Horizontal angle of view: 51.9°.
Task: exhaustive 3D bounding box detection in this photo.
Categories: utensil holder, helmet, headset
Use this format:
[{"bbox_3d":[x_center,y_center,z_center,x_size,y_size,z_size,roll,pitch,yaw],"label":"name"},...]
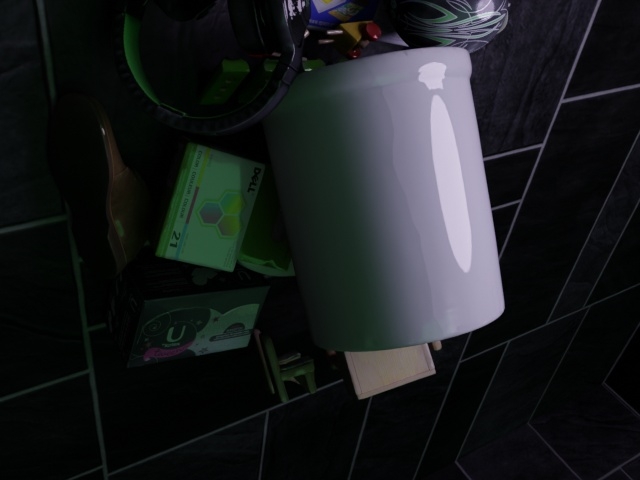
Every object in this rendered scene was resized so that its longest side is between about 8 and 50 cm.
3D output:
[{"bbox_3d":[0.096,-0.059,1.006,0.328,0.328,0.385,-14,96,-29],"label":"utensil holder"},{"bbox_3d":[0.195,-0.358,1.003,0.169,0.161,0.169,-23,138,-22],"label":"helmet"},{"bbox_3d":[-0.111,-0.329,0.859,0.394,0.244,0.185,-66,173,10],"label":"headset"}]

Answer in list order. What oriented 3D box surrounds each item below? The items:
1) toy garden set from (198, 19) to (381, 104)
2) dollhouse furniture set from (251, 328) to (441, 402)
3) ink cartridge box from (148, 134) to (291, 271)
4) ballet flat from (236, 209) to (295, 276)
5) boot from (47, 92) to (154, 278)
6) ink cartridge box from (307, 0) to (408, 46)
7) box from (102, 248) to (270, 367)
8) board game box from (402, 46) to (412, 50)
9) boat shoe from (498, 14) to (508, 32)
[{"bbox_3d":[-0.045,-0.280,1.013,0.244,0.049,0.204,-10,169,-32],"label":"toy garden set"},{"bbox_3d":[0.054,0.154,1.353,0.362,0.256,0.394,-15,179,-14],"label":"dollhouse furniture set"},{"bbox_3d":[-0.130,-0.046,1.086,0.255,0.097,0.188,14,99,-24],"label":"ink cartridge box"},{"bbox_3d":[0.000,0.000,1.290,0.400,0.139,0.139,10,119,-48],"label":"ballet flat"},{"bbox_3d":[-0.326,-0.094,1.004,0.115,0.112,0.305,-47,149,-45],"label":"boot"},{"bbox_3d":[0.105,-0.464,1.012,0.304,0.072,0.307,-3,125,-36],"label":"ink cartridge box"},{"bbox_3d":[-0.245,0.115,1.203,0.247,0.142,0.163,-3,127,-37],"label":"box"},{"bbox_3d":[0.177,-0.190,1.313,0.233,0.078,0.347,-42,141,1],"label":"board game box"},{"bbox_3d":[0.294,-0.478,1.152,0.081,0.068,0.227,-3,135,8],"label":"boat shoe"}]
